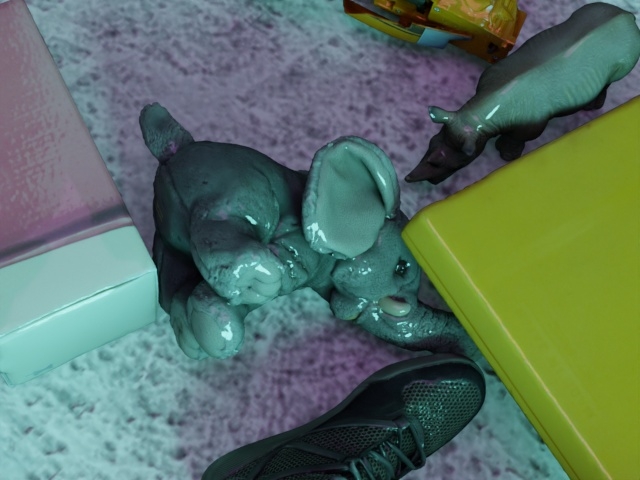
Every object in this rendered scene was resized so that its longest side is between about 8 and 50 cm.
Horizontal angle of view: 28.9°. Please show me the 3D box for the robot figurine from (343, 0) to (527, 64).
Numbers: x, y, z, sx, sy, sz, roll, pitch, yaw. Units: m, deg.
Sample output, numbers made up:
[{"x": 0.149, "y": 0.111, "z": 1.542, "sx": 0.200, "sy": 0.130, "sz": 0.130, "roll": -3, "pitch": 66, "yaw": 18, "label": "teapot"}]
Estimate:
[{"x": 0.052, "y": -0.270, "z": 1.056, "sx": 0.291, "sy": 0.085, "sz": 0.211, "roll": 26, "pitch": 71, "yaw": 2, "label": "robot figurine"}]

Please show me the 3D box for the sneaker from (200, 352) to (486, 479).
[{"x": 0.035, "y": 0.166, "z": 0.881, "sx": 0.228, "sy": 0.130, "sz": 0.087, "roll": -24, "pitch": 117, "yaw": -13, "label": "sneaker"}]

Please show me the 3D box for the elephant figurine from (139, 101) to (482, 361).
[{"x": 0.000, "y": 0.000, "z": 0.943, "sx": 0.240, "sy": 0.186, "sz": 0.169, "roll": -9, "pitch": 32, "yaw": -24, "label": "elephant figurine"}]

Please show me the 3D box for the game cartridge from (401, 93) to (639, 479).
[{"x": 0.258, "y": 0.040, "z": 0.948, "sx": 0.324, "sy": 0.052, "sz": 0.285, "roll": -27, "pitch": 76, "yaw": -31, "label": "game cartridge"}]

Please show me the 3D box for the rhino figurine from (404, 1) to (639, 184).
[{"x": 0.162, "y": -0.115, "z": 1.005, "sx": 0.243, "sy": 0.106, "sz": 0.073, "roll": -33, "pitch": 78, "yaw": -16, "label": "rhino figurine"}]

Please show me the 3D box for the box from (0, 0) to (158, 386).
[{"x": -0.223, "y": -0.032, "z": 0.911, "sx": 0.127, "sy": 0.148, "sz": 0.232, "roll": -25, "pitch": 77, "yaw": -14, "label": "box"}]
